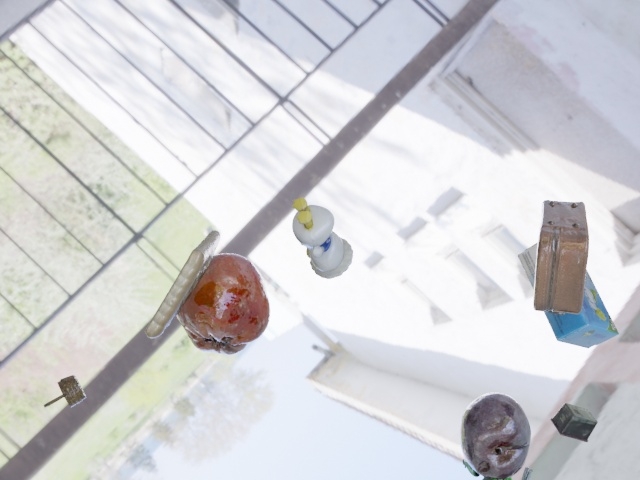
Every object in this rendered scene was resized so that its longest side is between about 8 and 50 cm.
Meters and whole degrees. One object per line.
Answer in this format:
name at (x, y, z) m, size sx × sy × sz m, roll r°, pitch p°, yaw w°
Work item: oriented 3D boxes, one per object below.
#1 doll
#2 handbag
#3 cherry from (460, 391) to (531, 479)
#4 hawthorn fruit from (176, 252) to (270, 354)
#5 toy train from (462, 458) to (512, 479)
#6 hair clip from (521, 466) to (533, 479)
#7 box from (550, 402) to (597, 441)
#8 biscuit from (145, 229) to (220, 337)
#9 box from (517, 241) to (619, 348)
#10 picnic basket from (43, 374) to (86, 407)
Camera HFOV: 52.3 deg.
doll at (0.000, 0.000, 1.578) m, size 0.119 × 0.138 × 0.293 m, roll -18°, pitch 148°, yaw 11°
handbag at (0.368, 0.026, 1.003) m, size 0.193 × 0.072 × 0.151 m, roll -53°, pitch 143°, yaw -61°
cherry at (0.357, 0.391, 1.339) m, size 0.176 × 0.140 × 0.176 m, roll -1°, pitch 90°, yaw -79°
hawthorn fruit at (-0.267, 0.176, 1.773) m, size 0.284 × 0.284 × 0.284 m, roll -47°, pitch 178°, yaw -2°
toy train at (0.392, 0.534, 1.451) m, size 0.085 × 0.119 × 0.251 m, roll -47°, pitch -160°, yaw 24°
hair clip at (0.547, 0.663, 1.733) m, size 0.039 × 0.030 × 0.115 m, roll -1°, pitch -116°, yaw 47°
box at (0.611, 0.435, 1.565) m, size 0.060 × 0.084 × 0.063 m, roll -108°, pitch -139°, yaw -66°
biscuit at (-0.298, 0.091, 1.468) m, size 0.217 × 0.044 × 0.325 m, roll -57°, pitch -173°, yaw 5°
box at (0.483, 0.104, 1.275) m, size 0.139 × 0.194 × 0.073 m, roll 16°, pitch 137°, yaw -41°
picnic basket at (-0.559, 0.336, 1.412) m, size 0.083 × 0.072 × 0.072 m, roll -30°, pitch 172°, yaw -20°
